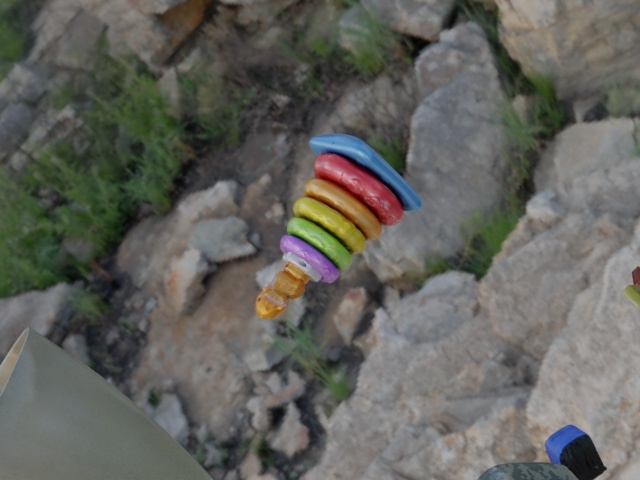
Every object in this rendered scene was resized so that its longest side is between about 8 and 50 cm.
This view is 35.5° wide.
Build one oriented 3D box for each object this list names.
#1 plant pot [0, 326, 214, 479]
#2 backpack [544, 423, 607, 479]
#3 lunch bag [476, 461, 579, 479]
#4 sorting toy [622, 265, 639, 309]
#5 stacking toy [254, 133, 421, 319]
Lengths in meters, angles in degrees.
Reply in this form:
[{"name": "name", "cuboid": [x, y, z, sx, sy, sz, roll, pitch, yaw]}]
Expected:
[{"name": "plant pot", "cuboid": [-0.266, 0.273, 1.121, 0.256, 0.274, 0.256, -52, 18, 25]}, {"name": "backpack", "cuboid": [0.519, 0.447, 2.090, 0.098, 0.120, 0.101, -35, 29, -14]}, {"name": "lunch bag", "cuboid": [0.303, 0.499, 1.426, 0.256, 0.213, 0.305, 50, 120, 42]}, {"name": "sorting toy", "cuboid": [0.325, 0.128, 0.770, 0.046, 0.274, 0.132, -50, 0, 19]}, {"name": "stacking toy", "cuboid": [0.000, 0.000, 1.531, 0.301, 0.166, 0.175, -55, 31, -11]}]
